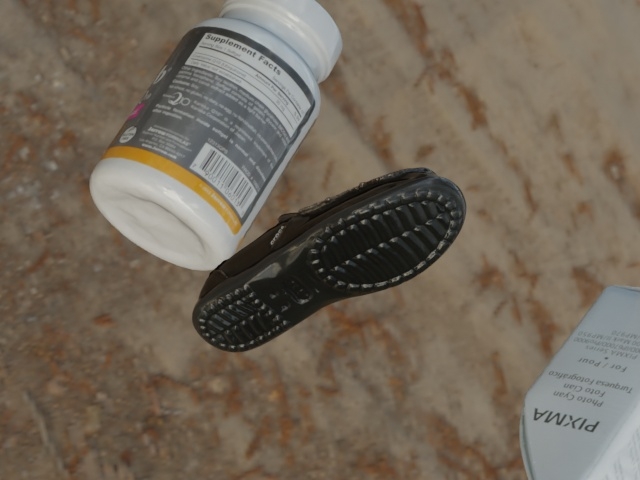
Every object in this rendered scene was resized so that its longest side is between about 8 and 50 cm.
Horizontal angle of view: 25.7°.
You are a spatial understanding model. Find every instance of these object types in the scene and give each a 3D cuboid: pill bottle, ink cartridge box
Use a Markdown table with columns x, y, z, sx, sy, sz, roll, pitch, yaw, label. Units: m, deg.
| x | y | z | sx | sy | sz | roll | pitch | yaw | label |
| --- | --- | --- | --- | --- | --- | --- | --- | --- | --- |
| -0.098 | -0.121 | 1.411 | 0.162 | 0.162 | 0.278 | 45 | 61 | -29 | pill bottle |
| 0.181 | 0.264 | 0.991 | 0.385 | 0.091 | 0.308 | -43 | 129 | -38 | ink cartridge box |

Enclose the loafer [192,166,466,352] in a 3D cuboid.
| x | y | z | sx | sy | sz | roll | pitch | yaw | label |
| --- | --- | --- | --- | --- | --- | --- | --- | --- | --- |
| 0.000 | 0.000 | 1.020 | 0.080 | 0.220 | 0.078 | 54 | 18 | -36 | loafer |
